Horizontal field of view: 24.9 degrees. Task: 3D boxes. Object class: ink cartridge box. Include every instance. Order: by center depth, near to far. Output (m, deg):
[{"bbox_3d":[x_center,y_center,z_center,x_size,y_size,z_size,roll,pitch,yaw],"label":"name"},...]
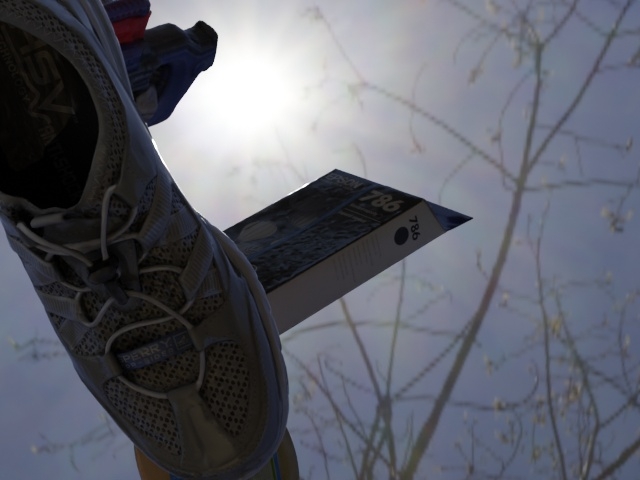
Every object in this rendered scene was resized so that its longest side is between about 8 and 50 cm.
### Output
[{"bbox_3d":[0.000,0.000,1.651,0.333,0.065,0.165,-30,-148,-31],"label":"ink cartridge box"}]

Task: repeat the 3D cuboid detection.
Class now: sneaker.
[{"bbox_3d":[-0.110,0.001,0.683,0.105,0.115,0.281,-28,-83,10],"label":"sneaker"}]

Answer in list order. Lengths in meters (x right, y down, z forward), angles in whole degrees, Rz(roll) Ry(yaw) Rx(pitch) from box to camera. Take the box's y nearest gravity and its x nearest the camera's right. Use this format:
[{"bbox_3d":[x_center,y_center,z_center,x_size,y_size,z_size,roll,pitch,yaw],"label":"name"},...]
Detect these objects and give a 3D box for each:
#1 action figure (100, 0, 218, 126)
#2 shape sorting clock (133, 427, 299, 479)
[{"bbox_3d":[-0.238,-0.086,0.850,0.178,0.341,0.330,50,-61,8],"label":"action figure"},{"bbox_3d":[-0.102,0.217,1.444,0.040,0.206,0.206,-29,-128,35],"label":"shape sorting clock"}]
